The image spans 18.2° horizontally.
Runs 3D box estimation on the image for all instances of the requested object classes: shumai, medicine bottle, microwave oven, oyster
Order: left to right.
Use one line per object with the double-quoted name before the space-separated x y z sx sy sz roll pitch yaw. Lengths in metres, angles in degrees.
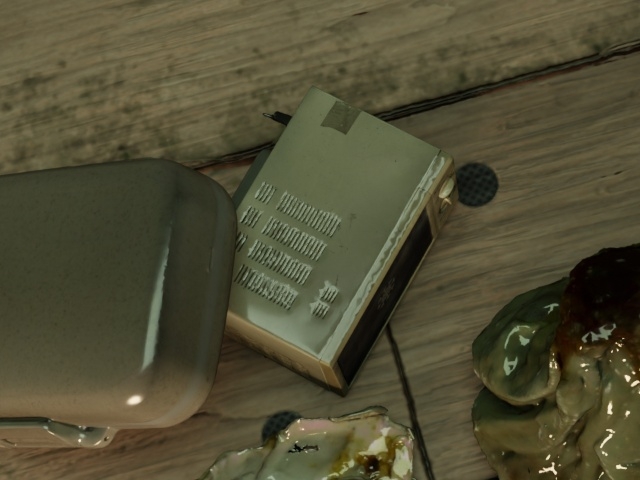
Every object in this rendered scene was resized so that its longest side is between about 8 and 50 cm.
"medicine bottle" -0.253 0.056 1.909 0.375 0.123 0.282 -4 72 36
"oyster" -0.052 0.294 1.901 0.355 0.107 0.201 -24 76 -23
"microwave oven" 0.000 0.000 1.964 0.194 0.145 0.240 27 77 16
"shumai" 0.293 0.138 1.829 0.309 0.263 0.304 -15 70 1
